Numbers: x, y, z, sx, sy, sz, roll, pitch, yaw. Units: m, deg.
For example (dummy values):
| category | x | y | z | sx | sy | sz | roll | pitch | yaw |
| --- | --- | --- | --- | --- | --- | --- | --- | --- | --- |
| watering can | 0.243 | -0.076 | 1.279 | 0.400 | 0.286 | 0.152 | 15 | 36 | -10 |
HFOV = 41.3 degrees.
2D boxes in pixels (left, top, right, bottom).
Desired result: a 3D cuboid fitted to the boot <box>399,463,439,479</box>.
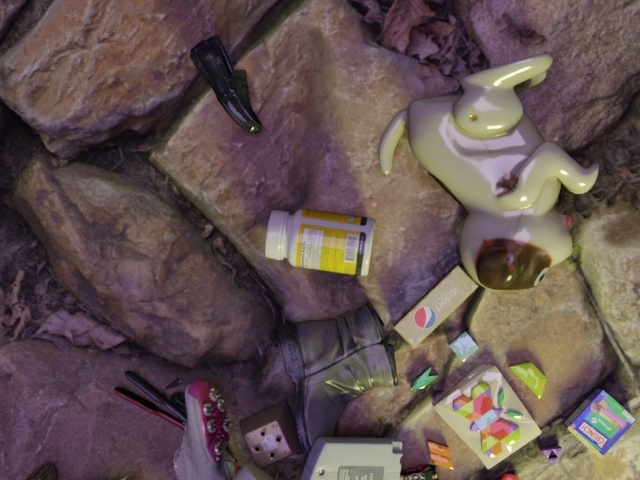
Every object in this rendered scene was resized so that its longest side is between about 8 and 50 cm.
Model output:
| category | x | y | z | sx | sy | sz | roll | pitch | yaw |
| --- | --- | --- | --- | --- | --- | --- | --- | --- | --- |
| boot | 0.252 | 0.538 | 1.691 | 0.236 | 0.085 | 0.178 | -9 | 87 | 7 |

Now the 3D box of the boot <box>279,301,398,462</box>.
| category | x | y | z | sx | sy | sz | roll | pitch | yaw |
| --- | --- | --- | --- | --- | --- | --- | --- | --- | --- |
| boot | 0.054 | 0.305 | 1.695 | 0.223 | 0.118 | 0.338 | -12 | 90 | 0 |

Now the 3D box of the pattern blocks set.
| category | x | y | z | sx | sy | sz | roll | pitch | yaw |
| --- | --- | --- | --- | --- | --- | --- | --- | --- | --- |
| pattern blocks set | 0.339 | 0.359 | 1.719 | 0.325 | 0.026 | 0.285 | 40 | 92 | 4 |

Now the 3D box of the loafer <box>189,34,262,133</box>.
| category | x | y | z | sx | sy | sz | roll | pitch | yaw |
| --- | --- | --- | --- | --- | --- | --- | --- | --- | --- |
| loafer | -0.182 | -0.319 | 1.738 | 0.078 | 0.076 | 0.223 | -35 | 83 | 10 |

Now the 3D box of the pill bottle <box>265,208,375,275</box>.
| category | x | y | z | sx | sy | sz | roll | pitch | yaw |
| --- | --- | --- | --- | --- | --- | --- | --- | --- | --- |
| pill bottle | 0.000 | 0.000 | 1.700 | 0.208 | 0.119 | 0.119 | 8 | 90 | 4 |

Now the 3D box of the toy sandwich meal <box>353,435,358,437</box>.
| category | x | y | z | sx | sy | sz | roll | pitch | yaw |
| --- | --- | --- | --- | --- | --- | --- | --- | --- | --- |
| toy sandwich meal | 0.090 | 0.439 | 1.734 | 0.085 | 0.029 | 0.085 | 0 | 91 | 1 |

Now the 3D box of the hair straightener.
| category | x | y | z | sx | sy | sz | roll | pitch | yaw |
| --- | --- | --- | --- | --- | --- | --- | --- | --- | --- |
| hair straightener | -0.307 | 0.331 | 1.751 | 0.230 | 0.047 | 0.089 | 31 | 92 | 3 |

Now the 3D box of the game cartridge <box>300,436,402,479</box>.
| category | x | y | z | sx | sy | sz | roll | pitch | yaw |
| --- | --- | --- | --- | --- | --- | --- | --- | --- | --- |
| game cartridge | 0.048 | 0.524 | 1.646 | 0.196 | 0.060 | 0.294 | 6 | 95 | -23 |

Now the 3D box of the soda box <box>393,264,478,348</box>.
| category | x | y | z | sx | sy | sz | roll | pitch | yaw |
| --- | --- | --- | --- | --- | --- | --- | --- | --- | --- |
| soda box | 0.231 | 0.132 | 1.714 | 0.181 | 0.058 | 0.061 | -44 | 87 | 3 |

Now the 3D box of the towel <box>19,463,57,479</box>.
| category | x | y | z | sx | sy | sz | roll | pitch | yaw |
| --- | --- | --- | --- | --- | --- | --- | --- | --- | --- |
| towel | -0.578 | 0.603 | 1.696 | 0.049 | 0.187 | 0.282 | 3 | 89 | 0 |

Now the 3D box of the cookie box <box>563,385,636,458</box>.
| category | x | y | z | sx | sy | sz | roll | pitch | yaw |
| --- | --- | --- | --- | --- | --- | --- | --- | --- | --- |
| cookie box | 0.557 | 0.363 | 1.697 | 0.092 | 0.040 | 0.107 | 42 | 93 | 3 |

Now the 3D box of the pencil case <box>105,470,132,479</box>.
| category | x | y | z | sx | sy | sz | roll | pitch | yaw |
| --- | --- | --- | --- | --- | --- | --- | --- | --- | --- |
| pencil case | -0.383 | 0.679 | 1.695 | 0.183 | 0.160 | 0.410 | -28 | 87 | 18 |

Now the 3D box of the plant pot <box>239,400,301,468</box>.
| category | x | y | z | sx | sy | sz | roll | pitch | yaw |
| --- | --- | --- | --- | --- | --- | --- | --- | --- | --- |
| plant pot | -0.101 | 0.400 | 1.712 | 0.109 | 0.096 | 0.109 | -25 | 88 | 4 |

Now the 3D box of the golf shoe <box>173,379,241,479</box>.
| category | x | y | z | sx | sy | sz | roll | pitch | yaw |
| --- | --- | --- | --- | --- | --- | --- | --- | --- | --- |
| golf shoe | -0.243 | 0.421 | 1.689 | 0.140 | 0.115 | 0.306 | -6 | 107 | 15 |

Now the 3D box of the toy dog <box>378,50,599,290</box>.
| category | x | y | z | sx | sy | sz | roll | pitch | yaw |
| --- | --- | --- | --- | --- | --- | --- | --- | --- | --- |
| toy dog | 0.333 | -0.103 | 1.604 | 0.395 | 0.284 | 0.408 | -17 | 90 | 4 |

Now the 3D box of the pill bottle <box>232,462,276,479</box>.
| category | x | y | z | sx | sy | sz | roll | pitch | yaw |
| --- | --- | --- | --- | --- | --- | --- | --- | --- | --- |
| pill bottle | -0.186 | 0.582 | 1.579 | 0.176 | 0.176 | 0.318 | 37 | 86 | 3 |
